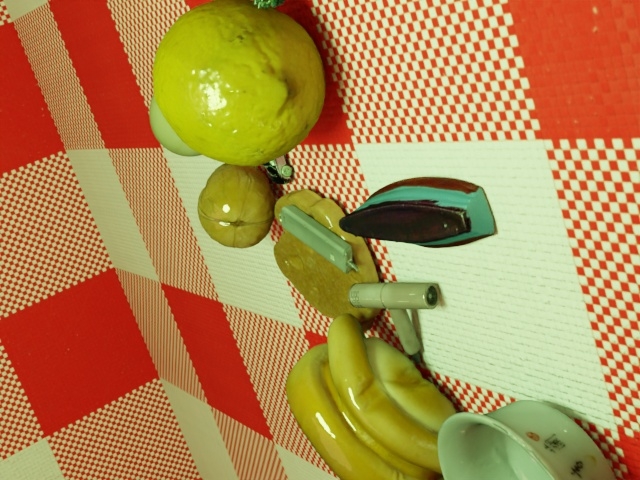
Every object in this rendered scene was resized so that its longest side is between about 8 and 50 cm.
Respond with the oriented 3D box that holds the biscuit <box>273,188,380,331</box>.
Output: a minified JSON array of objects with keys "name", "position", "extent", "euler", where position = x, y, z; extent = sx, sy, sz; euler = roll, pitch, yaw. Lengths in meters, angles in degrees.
[{"name":"biscuit","position":[0.009,0.037,1.956],"extent":[0.351,0.057,0.311],"euler":[27,135,47]}]

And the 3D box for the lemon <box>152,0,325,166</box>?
[{"name":"lemon","position":[-0.152,-0.295,1.680],"extent":[0.336,0.336,0.336],"euler":[42,146,36]}]

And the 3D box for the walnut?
[{"name":"walnut","position":[-0.189,-0.081,2.054],"extent":[0.225,0.193,0.193],"euler":[-104,-4,-73]}]

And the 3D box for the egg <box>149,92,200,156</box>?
[{"name":"egg","position":[-0.290,-0.300,2.041],"extent":[0.188,0.189,0.253],"euler":[56,142,14]}]

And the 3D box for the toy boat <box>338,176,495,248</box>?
[{"name":"toy boat","position":[0.157,-0.042,1.616],"extent":[0.392,0.079,0.136],"euler":[0,112,58]}]

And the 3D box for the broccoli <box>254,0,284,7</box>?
[{"name":"broccoli","position":[-0.115,-0.497,1.584],"extent":[0.154,0.160,0.167],"euler":[-139,49,-69]}]

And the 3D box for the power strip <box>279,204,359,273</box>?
[{"name":"power strip","position":[0.000,0.000,1.852],"extent":[0.253,0.027,0.060],"euler":[36,141,39]}]

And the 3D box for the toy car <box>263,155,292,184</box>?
[{"name":"toy car","position":[-0.108,-0.186,1.967],"extent":[0.069,0.055,0.142],"euler":[10,121,62]}]

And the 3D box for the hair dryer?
[{"name":"hair dryer","position":[0.180,0.173,1.772],"extent":[0.195,0.053,0.220],"euler":[-4,126,45]}]

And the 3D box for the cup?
[{"name":"cup","position":[0.375,0.412,1.529],"extent":[0.347,0.163,0.347],"euler":[40,145,37]}]

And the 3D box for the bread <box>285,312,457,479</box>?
[{"name":"bread","position":[0.135,0.362,1.841],"extent":[0.424,0.245,0.329],"euler":[45,-172,15]}]
